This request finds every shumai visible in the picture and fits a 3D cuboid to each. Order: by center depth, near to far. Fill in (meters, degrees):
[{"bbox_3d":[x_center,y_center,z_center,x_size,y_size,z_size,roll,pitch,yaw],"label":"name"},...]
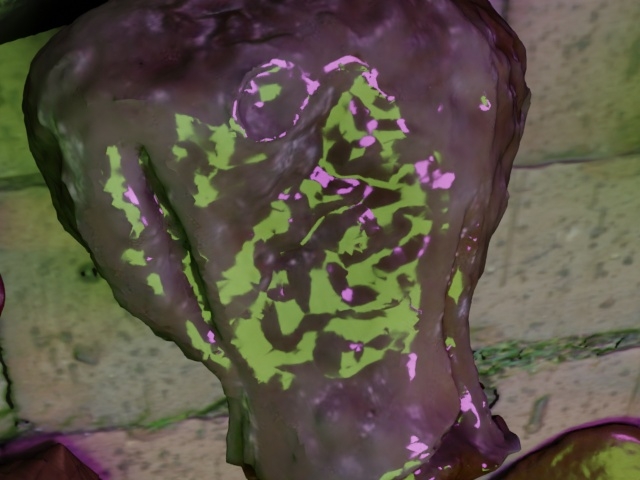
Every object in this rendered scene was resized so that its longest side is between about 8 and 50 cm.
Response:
[{"bbox_3d":[0.000,0.000,0.841,0.225,0.222,0.261,-26,150,16],"label":"shumai"}]

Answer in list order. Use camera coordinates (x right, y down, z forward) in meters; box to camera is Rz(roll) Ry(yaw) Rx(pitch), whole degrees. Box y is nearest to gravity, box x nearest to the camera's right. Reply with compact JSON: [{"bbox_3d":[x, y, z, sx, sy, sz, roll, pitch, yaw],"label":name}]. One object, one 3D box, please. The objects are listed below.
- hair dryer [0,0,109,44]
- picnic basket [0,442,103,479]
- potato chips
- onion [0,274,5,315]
[{"bbox_3d":[-0.191,-0.084,0.824,0.251,0.089,0.197,-17,147,2],"label":"hair dryer"},{"bbox_3d":[-0.218,0.221,1.230,0.178,0.137,0.128,-22,146,10],"label":"picnic basket"},{"bbox_3d":[0.191,0.198,1.379,0.150,0.049,0.202,20,144,-29],"label":"potato chips"},{"bbox_3d":[-0.218,0.026,0.977,0.107,0.097,0.107,-4,-173,1],"label":"onion"}]
